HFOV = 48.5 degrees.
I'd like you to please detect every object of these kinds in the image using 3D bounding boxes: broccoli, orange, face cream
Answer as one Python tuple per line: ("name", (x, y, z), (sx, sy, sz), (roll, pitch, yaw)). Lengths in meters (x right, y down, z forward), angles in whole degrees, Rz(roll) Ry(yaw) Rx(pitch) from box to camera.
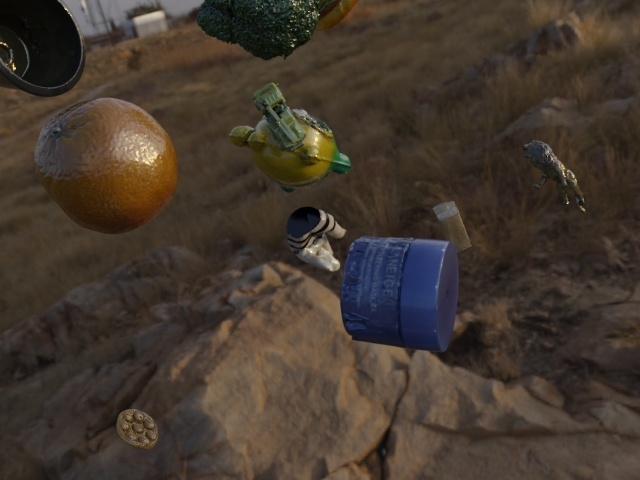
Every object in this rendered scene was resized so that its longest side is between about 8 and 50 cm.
("broccoli", (-0.128, -0.533, 1.576), (0.294, 0.265, 0.245), (-18, 24, -38))
("orange", (-0.393, -0.138, 1.304), (0.264, 0.264, 0.264), (-14, 18, 4))
("face cream", (0.179, 0.117, 1.592), (0.225, 0.249, 0.249), (2, 23, 21))

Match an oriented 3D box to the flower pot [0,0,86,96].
("flower pot", (-0.704, -0.453, 1.651), (0.166, 0.269, 0.269), (-6, 20, 34))

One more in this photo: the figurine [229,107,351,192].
("figurine", (-0.075, -0.243, 1.944), (0.323, 0.232, 0.340), (16, 6, 8))

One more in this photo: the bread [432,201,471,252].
("bread", (0.453, -0.045, 2.443), (0.077, 0.152, 0.105), (-20, 24, 5))

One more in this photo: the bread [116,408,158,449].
("bread", (-0.422, 0.436, 1.638), (0.024, 0.110, 0.110), (-49, 5, 23))

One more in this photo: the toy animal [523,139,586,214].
("toy animal", (0.522, -0.128, 1.556), (0.069, 0.220, 0.086), (-16, 33, 51))

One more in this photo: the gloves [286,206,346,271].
("gloves", (-0.015, 0.000, 1.911), (0.131, 0.219, 0.140), (13, 68, 17))

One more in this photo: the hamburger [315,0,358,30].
("hamburger", (0.002, -0.679, 1.853), (0.246, 0.170, 0.246), (-35, 38, 33))

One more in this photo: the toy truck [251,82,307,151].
("toy truck", (-0.098, -0.297, 1.712), (0.077, 0.169, 0.100), (-29, 2, 0))
